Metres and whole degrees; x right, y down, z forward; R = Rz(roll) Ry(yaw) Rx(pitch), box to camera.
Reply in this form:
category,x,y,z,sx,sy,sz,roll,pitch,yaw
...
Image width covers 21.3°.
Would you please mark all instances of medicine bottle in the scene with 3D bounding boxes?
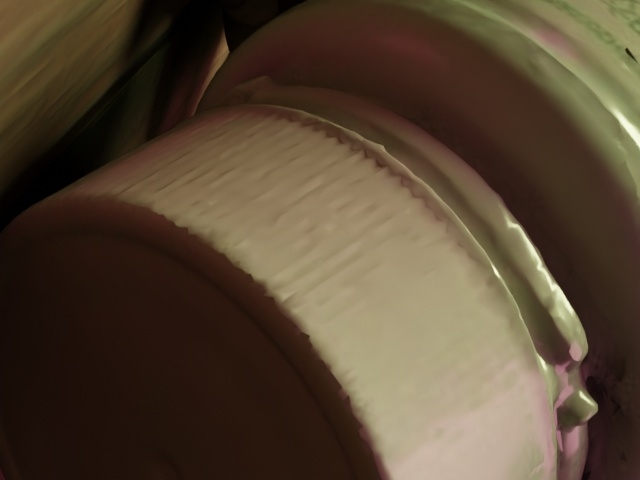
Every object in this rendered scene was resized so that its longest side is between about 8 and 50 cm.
category,x,y,z,sx,sy,sz,roll,pitch,yaw
medicine bottle,0.047,0.017,0.692,0.325,0.256,0.256,-30,148,-43

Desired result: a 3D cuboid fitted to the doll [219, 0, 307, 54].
category,x,y,z,sx,sy,sz,roll,pitch,yaw
doll,0.033,-0.175,0.902,0.199,0.145,0.363,-151,-104,-82
